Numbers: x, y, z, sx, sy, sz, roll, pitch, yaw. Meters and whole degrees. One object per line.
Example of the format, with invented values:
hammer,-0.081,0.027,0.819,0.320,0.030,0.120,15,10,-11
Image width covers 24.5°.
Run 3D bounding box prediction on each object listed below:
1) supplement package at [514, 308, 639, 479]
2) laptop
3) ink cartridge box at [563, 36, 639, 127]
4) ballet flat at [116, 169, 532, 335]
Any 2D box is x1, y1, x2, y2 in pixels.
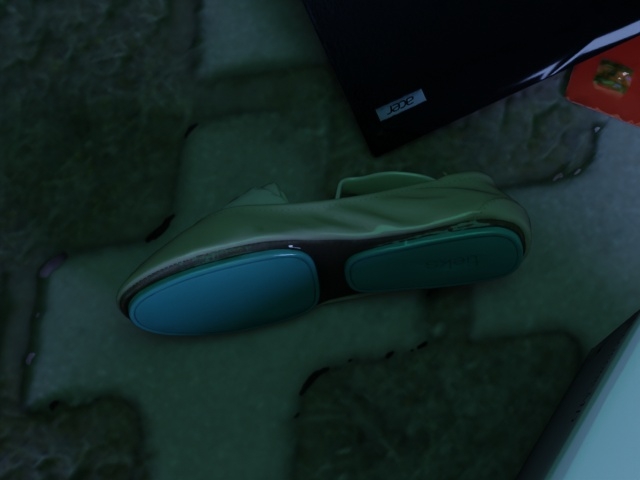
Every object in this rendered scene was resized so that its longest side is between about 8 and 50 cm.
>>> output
supplement package,0.185,0.202,0.794,0.204,0.145,0.261,32,75,5
laptop,0.079,-0.231,0.951,0.234,0.136,0.264,-25,52,1
ink cartridge box,0.284,-0.169,0.950,0.189,0.066,0.232,21,71,3
ballet flat,0.000,0.000,0.881,0.249,0.086,0.086,-7,75,-7
